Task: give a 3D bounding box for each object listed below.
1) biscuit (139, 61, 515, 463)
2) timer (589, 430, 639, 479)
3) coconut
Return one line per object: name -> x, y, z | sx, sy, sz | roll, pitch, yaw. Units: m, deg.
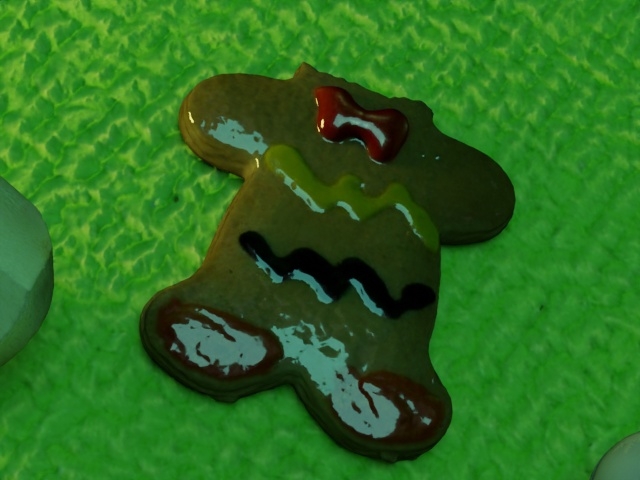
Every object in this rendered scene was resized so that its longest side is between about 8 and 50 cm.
biscuit -> 0.000, 0.000, 2.005 | 0.368, 0.076, 0.394 | 22, 62, -4
timer -> 0.360, 0.257, 1.878 | 0.175, 0.255, 0.175 | 3, 84, -26
coconut -> -0.371, 0.013, 1.810 | 0.241, 0.241, 0.241 | 6, 63, -11
